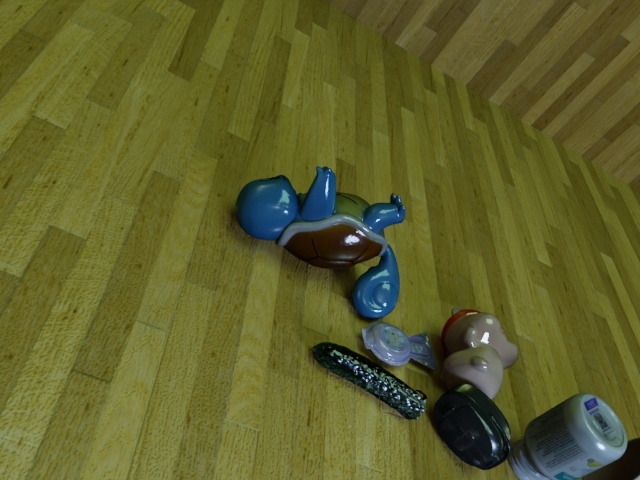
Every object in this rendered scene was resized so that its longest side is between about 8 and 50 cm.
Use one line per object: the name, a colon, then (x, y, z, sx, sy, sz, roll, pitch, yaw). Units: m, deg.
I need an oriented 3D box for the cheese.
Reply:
cheese: (0.167, 0.222, 1.280, 0.191, 0.042, 0.105, 16, 45, -31)

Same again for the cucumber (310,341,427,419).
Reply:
cucumber: (0.091, 0.260, 1.164, 0.245, 0.067, 0.067, 34, 38, -4)

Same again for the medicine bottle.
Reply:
medicine bottle: (0.486, 0.410, 1.209, 0.135, 0.215, 0.135, 23, 40, -20)

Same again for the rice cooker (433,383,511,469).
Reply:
rice cooker: (0.301, 0.366, 1.189, 0.165, 0.112, 0.106, 49, 33, 12)

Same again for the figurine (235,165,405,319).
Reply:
figurine: (0.029, -0.028, 1.304, 0.416, 0.243, 0.298, 36, -6, -9)

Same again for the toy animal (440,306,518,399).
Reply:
toy animal: (0.339, 0.246, 1.312, 0.171, 0.171, 0.198, 32, 42, -9)

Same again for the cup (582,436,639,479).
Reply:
cup: (0.669, 0.572, 1.249, 0.253, 0.191, 0.200, -35, 79, -21)
